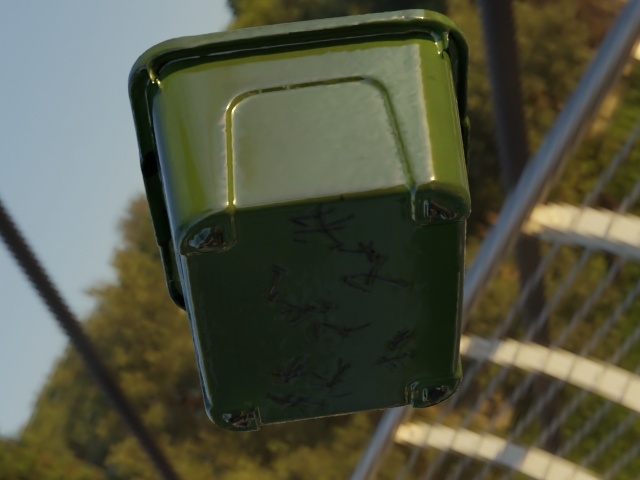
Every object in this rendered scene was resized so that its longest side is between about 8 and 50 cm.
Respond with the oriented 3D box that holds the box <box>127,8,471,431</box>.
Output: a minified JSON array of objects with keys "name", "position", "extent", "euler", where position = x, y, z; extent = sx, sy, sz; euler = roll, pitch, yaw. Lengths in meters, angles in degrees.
[{"name":"box","position":[0.000,0.000,1.249],"extent":[0.329,0.252,0.178],"euler":[85,175,-54]}]
